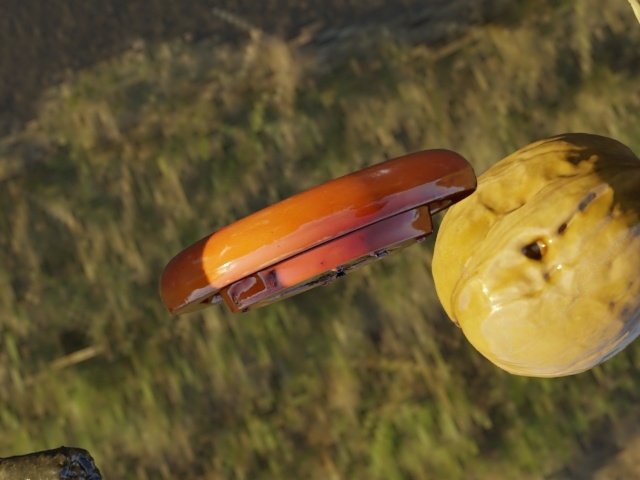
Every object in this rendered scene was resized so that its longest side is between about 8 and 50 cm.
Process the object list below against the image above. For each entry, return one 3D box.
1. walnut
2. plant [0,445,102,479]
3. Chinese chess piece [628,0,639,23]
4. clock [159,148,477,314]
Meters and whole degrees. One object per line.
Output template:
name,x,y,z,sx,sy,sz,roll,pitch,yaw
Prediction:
walnut,0.206,0.010,1.698,0.222,0.195,0.195,-39,151,15
plant,-0.266,0.231,1.751,0.143,0.094,0.092,-14,173,22
Chinese chess piece,0.277,-0.173,0.818,0.338,0.338,0.140,-37,146,24
clock,0.000,0.000,1.202,0.205,0.051,0.205,-22,177,-1
